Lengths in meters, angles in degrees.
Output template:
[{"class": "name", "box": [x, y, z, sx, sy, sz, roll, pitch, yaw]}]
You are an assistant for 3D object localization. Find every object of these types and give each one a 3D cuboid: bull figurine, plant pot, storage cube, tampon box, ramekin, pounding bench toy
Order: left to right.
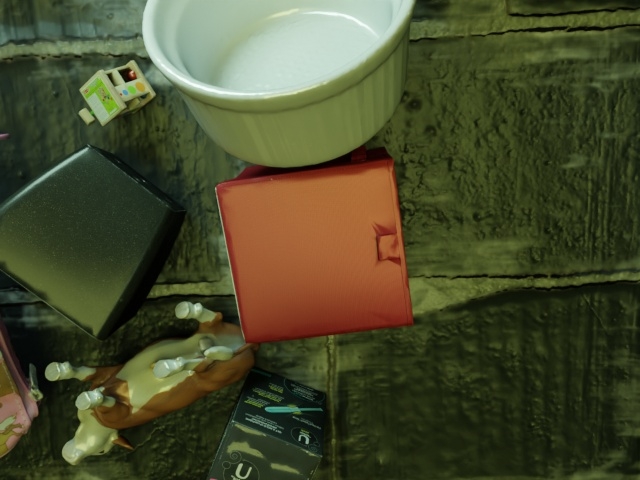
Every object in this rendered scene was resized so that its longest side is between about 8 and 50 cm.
[{"class": "plant pot", "box": [-0.273, -0.012, 0.744, 0.187, 0.188, 0.167, 38, 90, -6]}, {"class": "pounding bench toy", "box": [-0.262, -0.181, 0.762, 0.083, 0.065, 0.052, -23, 103, 39]}, {"class": "bull figurine", "box": [-0.234, 0.191, 0.799, 0.310, 0.188, 0.101, -29, 64, 0]}, {"class": "tampon box", "box": [-0.067, 0.263, 0.801, 0.121, 0.161, 0.101, 22, 102, -2]}, {"class": "ramekin", "box": [-0.034, -0.211, 0.646, 0.277, 0.135, 0.277, -4, 59, 7]}, {"class": "storage cube", "box": [0.000, 0.000, 0.727, 0.193, 0.183, 0.214, -7, 103, 4]}]

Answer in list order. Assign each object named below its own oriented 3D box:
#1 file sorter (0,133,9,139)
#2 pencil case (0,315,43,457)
[{"class": "file sorter", "box": [-0.500, -0.230, 0.663, 0.182, 0.202, 0.290, -4, 105, 14]}, {"class": "pencil case", "box": [-0.471, 0.097, 0.725, 0.160, 0.167, 0.386, 21, 130, 34]}]
